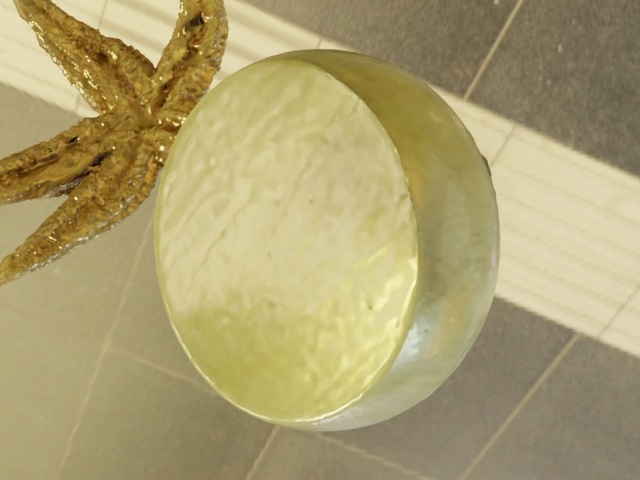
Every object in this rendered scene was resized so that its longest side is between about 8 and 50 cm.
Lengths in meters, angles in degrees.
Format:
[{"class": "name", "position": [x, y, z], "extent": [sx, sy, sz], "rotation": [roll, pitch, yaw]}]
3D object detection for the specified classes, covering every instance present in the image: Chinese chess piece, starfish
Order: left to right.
[{"class": "starfish", "position": [-0.158, -0.108, 0.951], "extent": [0.327, 0.375, 0.094], "rotation": [12, 159, 28]}, {"class": "Chinese chess piece", "position": [0.000, 0.000, 0.736], "extent": [0.250, 0.101, 0.250], "rotation": [3, 95, 42]}]
